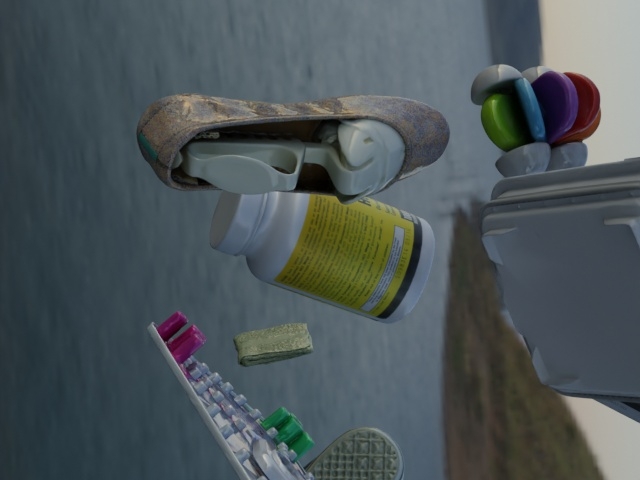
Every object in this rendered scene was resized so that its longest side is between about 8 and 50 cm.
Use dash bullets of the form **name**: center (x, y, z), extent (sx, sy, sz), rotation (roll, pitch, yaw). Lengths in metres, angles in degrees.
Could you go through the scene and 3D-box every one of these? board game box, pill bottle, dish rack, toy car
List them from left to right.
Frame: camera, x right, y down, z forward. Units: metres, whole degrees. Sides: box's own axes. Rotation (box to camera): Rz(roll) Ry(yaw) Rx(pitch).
- **board game box**: center (-0.034, 0.299, 1.634), extent (0.390, 0.050, 0.390), rotation (51, 1, 38)
- **pill bottle**: center (0.000, 0.000, 2.078), extent (0.188, 0.334, 0.188), rotation (-54, -156, 39)
- **toy car**: center (0.299, -0.169, 1.702), extent (0.182, 0.136, 0.159), rotation (-3, 70, -39)
- **dish rack**: center (0.307, 0.061, 1.394), extent (0.333, 0.072, 0.285), rotation (-5, -68, 60)

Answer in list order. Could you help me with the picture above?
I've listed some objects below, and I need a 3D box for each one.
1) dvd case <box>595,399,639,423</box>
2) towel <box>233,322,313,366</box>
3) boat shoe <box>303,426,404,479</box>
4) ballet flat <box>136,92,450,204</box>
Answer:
- **dvd case**: center (0.416, 0.114, 1.659), extent (0.238, 0.179, 0.029), rotation (-61, -177, 25)
- **towel**: center (-0.091, 0.197, 2.459), extent (0.110, 0.148, 0.027), rotation (-113, -167, -64)
- **boat shoe**: center (-0.059, 0.515, 2.181), extent (0.187, 0.500, 0.156), rotation (46, -12, 16)
- **ballet flat**: center (-0.015, -0.078, 1.222), extent (0.106, 0.316, 0.107), rotation (-115, -153, -55)
